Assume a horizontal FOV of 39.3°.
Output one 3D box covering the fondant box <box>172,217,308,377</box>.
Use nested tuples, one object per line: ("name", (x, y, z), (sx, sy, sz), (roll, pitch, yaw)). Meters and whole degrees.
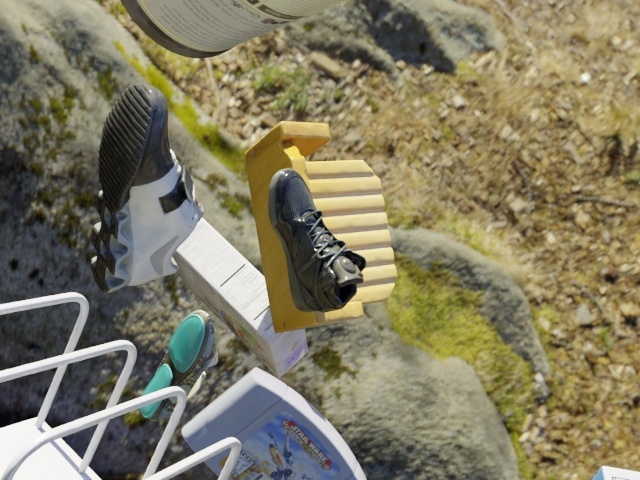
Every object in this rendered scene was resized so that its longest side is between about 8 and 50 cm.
("fondant box", (-0.175, 0.119, 1.901), (0.096, 0.238, 0.330), (-41, 70, -16))

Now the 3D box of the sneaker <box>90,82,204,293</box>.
("sneaker", (-0.233, -0.077, 1.267), (0.146, 0.331, 0.122), (-7, 44, -31))

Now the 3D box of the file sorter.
("file sorter", (-0.181, 0.193, 0.679), (0.277, 0.173, 0.193), (37, 22, 23))

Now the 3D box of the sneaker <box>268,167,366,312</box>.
("sneaker", (0.000, 0.000, 1.322), (0.087, 0.130, 0.228), (-24, 106, -43))

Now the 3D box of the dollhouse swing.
("dollhouse swing", (0.050, -0.026, 1.663), (0.305, 0.315, 0.347), (-7, 83, -23))

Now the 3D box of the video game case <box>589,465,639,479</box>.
("video game case", (0.535, 0.481, 1.311), (0.244, 0.061, 0.269), (11, 47, -5))

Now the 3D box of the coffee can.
("coffee can", (-0.058, -0.317, 0.910), (0.201, 0.275, 0.202), (8, 79, -44))

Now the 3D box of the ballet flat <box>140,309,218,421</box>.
("ballet flat", (-0.167, 0.157, 1.139), (0.070, 0.188, 0.070), (26, 33, -18))

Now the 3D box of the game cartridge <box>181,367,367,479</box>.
("game cartridge", (-0.064, 0.365, 1.496), (0.297, 0.198, 0.062), (48, 19, -7))
